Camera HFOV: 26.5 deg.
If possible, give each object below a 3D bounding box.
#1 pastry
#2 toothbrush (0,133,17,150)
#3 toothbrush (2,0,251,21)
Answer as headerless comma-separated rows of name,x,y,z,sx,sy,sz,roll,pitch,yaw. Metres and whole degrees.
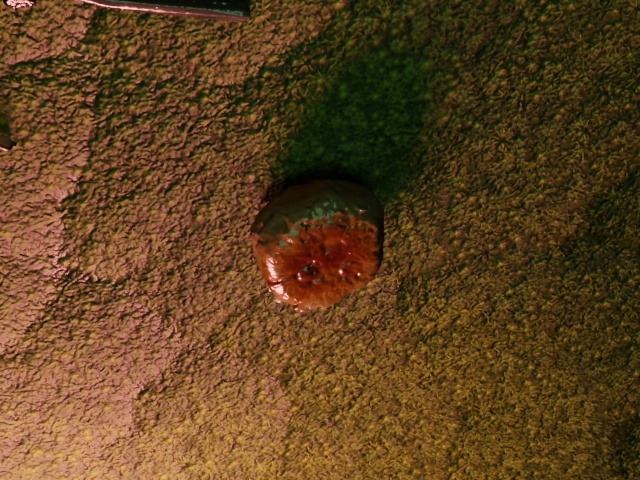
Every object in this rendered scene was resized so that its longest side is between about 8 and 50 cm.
pastry,0.000,0.000,1.838,0.182,0.093,0.192,-17,134,-3
toothbrush,-0.494,-0.168,1.610,0.294,0.026,0.028,22,138,-29
toothbrush,-0.224,-0.279,1.596,0.297,0.030,0.030,2,153,-19
